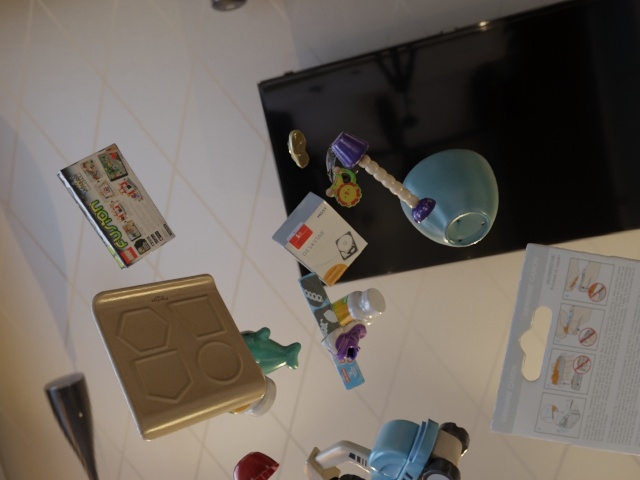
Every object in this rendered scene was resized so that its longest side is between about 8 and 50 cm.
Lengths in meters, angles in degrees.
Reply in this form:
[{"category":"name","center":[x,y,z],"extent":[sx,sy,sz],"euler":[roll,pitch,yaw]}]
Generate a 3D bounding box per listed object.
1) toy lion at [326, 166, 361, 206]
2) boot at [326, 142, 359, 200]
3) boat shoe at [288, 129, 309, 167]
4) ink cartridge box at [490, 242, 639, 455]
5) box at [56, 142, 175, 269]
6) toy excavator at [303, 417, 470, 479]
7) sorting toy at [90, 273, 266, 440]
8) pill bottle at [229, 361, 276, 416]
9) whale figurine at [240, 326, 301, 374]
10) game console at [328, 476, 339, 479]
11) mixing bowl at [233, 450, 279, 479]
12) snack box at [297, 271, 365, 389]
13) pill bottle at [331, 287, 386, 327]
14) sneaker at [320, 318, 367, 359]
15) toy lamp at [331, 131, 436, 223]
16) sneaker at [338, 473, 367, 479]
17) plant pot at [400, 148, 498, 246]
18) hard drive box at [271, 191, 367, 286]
[{"category":"toy lion","center":[0.070,-0.145,1.519],"extent":[0.096,0.100,0.034],"euler":[17,-177,6]},{"category":"boot","center":[0.063,-0.275,1.905],"extent":[0.091,0.262,0.229],"euler":[-1,-142,-12]},{"category":"boat shoe","center":[-0.073,-0.282,1.670],"extent":[0.056,0.048,0.153],"euler":[-46,152,-12]},{"category":"ink cartridge box","center":[0.473,0.178,0.893],"extent":[0.385,0.308,0.091],"euler":[9,-176,-5]},{"category":"box","center":[-0.374,-0.063,1.018],"extent":[0.114,0.207,0.036],"euler":[-38,-165,-33]},{"category":"toy excavator","center":[0.198,0.711,1.788],"extent":[0.445,0.432,0.222],"euler":[26,-149,13]},{"category":"sorting toy","center":[-0.196,0.153,0.768],"extent":[0.193,0.208,0.038],"euler":[-9,151,-42]},{"category":"pill bottle","center":[-0.188,0.286,1.129],"extent":[0.118,0.208,0.117],"euler":[-24,-135,27]},{"category":"whale figurine","center":[-0.196,0.408,1.899],"extent":[0.272,0.216,0.141],"euler":[6,-166,-16]},{"category":"game console","center":[0.022,0.868,1.640],"extent":[0.213,0.044,0.361],"euler":[-26,-159,6]},{"category":"mixing bowl","center":[-0.247,0.830,1.984],"extent":[0.181,0.098,0.181],"euler":[-37,155,-20]},{"category":"snack box","center":[0.034,0.256,1.536],"extent":[0.060,0.321,0.187],"euler":[-24,166,-1]},{"category":"pill bottle","center":[0.120,0.270,2.060],"extent":[0.246,0.136,0.136],"euler":[-33,175,35]},{"category":"sneaker","center":[0.058,0.219,1.170],"extent":[0.068,0.071,0.170],"euler":[-43,165,22]},{"category":"toy lamp","center":[0.143,-0.148,1.282],"extent":[0.080,0.275,0.080],"euler":[-49,-170,11]},{"category":"sneaker","center":[0.111,0.646,1.289],"extent":[0.083,0.221,0.087],"euler":[-34,173,-37]},{"category":"plant pot","center":[0.401,-0.094,1.622],"extent":[0.290,0.290,0.195],"euler":[-13,-137,0]},{"category":"hard drive box","center":[0.000,0.000,1.641],"extent":[0.181,0.232,0.089],"euler":[-50,-143,-3]}]
